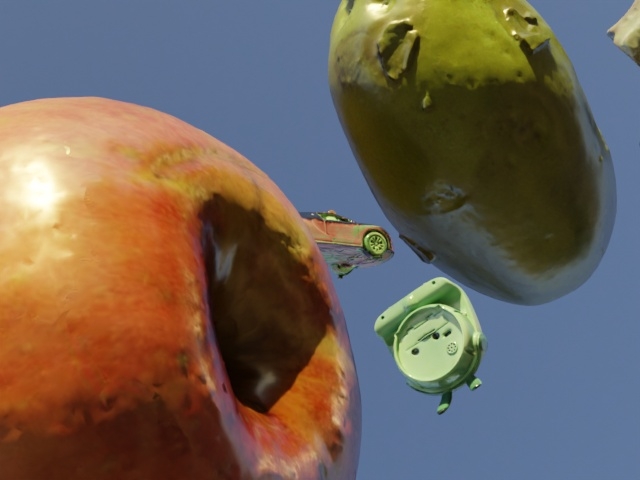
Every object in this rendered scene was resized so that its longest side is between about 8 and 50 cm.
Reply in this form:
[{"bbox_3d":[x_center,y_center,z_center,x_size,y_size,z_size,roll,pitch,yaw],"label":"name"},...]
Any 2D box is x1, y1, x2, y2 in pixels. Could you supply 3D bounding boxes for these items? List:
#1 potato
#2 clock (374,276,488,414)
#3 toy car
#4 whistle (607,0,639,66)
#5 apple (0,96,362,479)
[{"bbox_3d":[0.093,-0.071,0.921,0.148,0.186,0.253,-33,-75,-3],"label":"potato"},{"bbox_3d":[0.122,0.112,1.486,0.101,0.135,0.041,-37,-33,15],"label":"clock"},{"bbox_3d":[0.000,0.000,1.323,0.142,0.069,0.055,6,-111,-30],"label":"toy car"},{"bbox_3d":[0.385,-0.283,1.226,0.134,0.142,0.346,45,-74,12],"label":"whistle"},{"bbox_3d":[-0.162,0.096,0.889,0.364,0.364,0.363,0,-90,-28],"label":"apple"}]
